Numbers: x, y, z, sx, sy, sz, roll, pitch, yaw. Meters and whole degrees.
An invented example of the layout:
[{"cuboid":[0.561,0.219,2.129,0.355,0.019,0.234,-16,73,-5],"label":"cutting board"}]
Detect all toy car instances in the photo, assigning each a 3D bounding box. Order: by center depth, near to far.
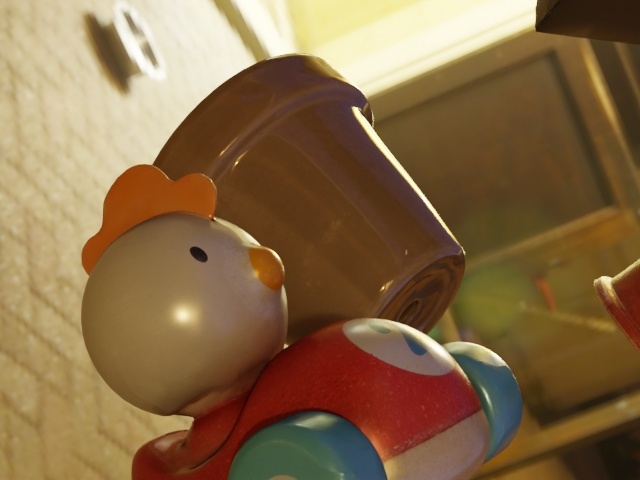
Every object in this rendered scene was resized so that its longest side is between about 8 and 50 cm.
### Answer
[{"cuboid":[-0.043,0.057,0.796,0.219,0.210,0.238,-16,78,-61],"label":"toy car"}]

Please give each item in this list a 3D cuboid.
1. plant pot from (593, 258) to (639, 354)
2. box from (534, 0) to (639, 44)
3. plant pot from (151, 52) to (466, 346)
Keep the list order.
[{"cuboid":[0.401,0.042,1.138,0.272,0.265,0.272,43,13,-12],"label":"plant pot"},{"cuboid":[0.361,-0.326,1.216,0.179,0.343,0.313,132,-39,-70],"label":"box"},{"cuboid":[0.000,0.000,1.323,0.229,0.263,0.263,40,1,23],"label":"plant pot"}]
